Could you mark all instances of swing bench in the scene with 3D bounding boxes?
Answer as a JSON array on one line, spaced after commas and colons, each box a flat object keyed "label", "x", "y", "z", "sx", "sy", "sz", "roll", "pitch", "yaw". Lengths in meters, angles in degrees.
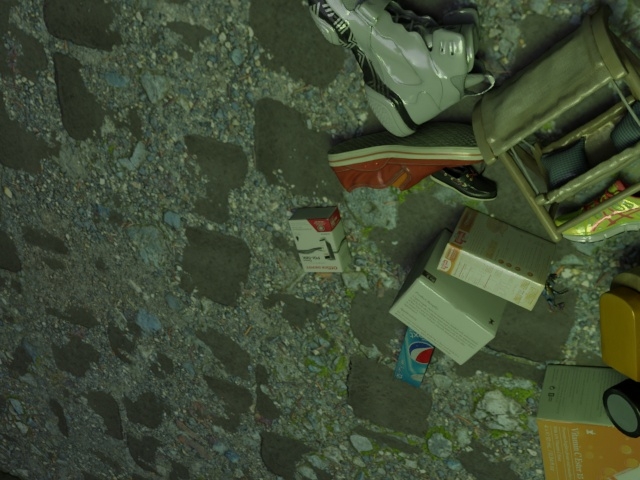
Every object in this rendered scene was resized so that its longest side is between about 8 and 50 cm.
[{"label": "swing bench", "x": 0.408, "y": -0.181, "z": 1.137, "sx": 0.255, "sy": 0.165, "sz": 0.253, "roll": 47, "pitch": 131, "yaw": -8}]

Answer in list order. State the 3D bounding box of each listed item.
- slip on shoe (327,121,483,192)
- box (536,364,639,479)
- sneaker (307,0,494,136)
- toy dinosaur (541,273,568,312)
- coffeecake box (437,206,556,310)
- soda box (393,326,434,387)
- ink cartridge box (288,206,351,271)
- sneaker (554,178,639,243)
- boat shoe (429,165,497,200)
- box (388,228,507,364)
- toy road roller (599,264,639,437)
[{"label": "slip on shoe", "x": 0.164, "y": -0.146, "z": 1.318, "sx": 0.331, "sy": 0.123, "sz": 0.101, "roll": -4, "pitch": 118, "yaw": 36}, {"label": "box", "x": 0.624, "y": 0.389, "z": 1.419, "sx": 0.345, "sy": 0.168, "sz": 0.215, "roll": -1, "pitch": 121, "yaw": 28}, {"label": "sneaker", "x": 0.133, "y": -0.358, "z": 1.181, "sx": 0.210, "sy": 0.137, "sz": 0.366, "roll": -18, "pitch": 117, "yaw": 35}, {"label": "toy dinosaur", "x": 0.452, "y": 0.103, "z": 1.410, "sx": 0.090, "sy": 0.047, "sz": 0.082, "roll": 39, "pitch": 152, "yaw": 44}, {"label": "coffeecake box", "x": 0.330, "y": 0.030, "z": 1.339, "sx": 0.185, "sy": 0.142, "sz": 0.068, "roll": 25, "pitch": 130, "yaw": 11}, {"label": "soda box", "x": 0.220, "y": 0.222, "z": 1.577, "sx": 0.067, "sy": 0.071, "sz": 0.210, "roll": 21, "pitch": 129, "yaw": 14}, {"label": "ink cartridge box", "x": 0.000, "y": 0.000, "z": 1.547, "sx": 0.099, "sy": 0.056, "sz": 0.135, "roll": -2, "pitch": 120, "yaw": 27}, {"label": "sneaker", "x": 0.502, "y": -0.060, "z": 1.234, "sx": 0.208, "sy": 0.081, "sz": 0.094, "roll": -14, "pitch": 114, "yaw": 23}, {"label": "boat shoe", "x": 0.268, "y": -0.114, "z": 1.332, "sx": 0.133, "sy": 0.049, "sz": 0.042, "roll": 26, "pitch": 138, "yaw": 15}, {"label": "box", "x": 0.259, "y": 0.108, "z": 1.405, "sx": 0.181, "sy": 0.182, "sz": 0.119, "roll": 37, "pitch": 133, "yaw": 0}, {"label": "toy road roller", "x": 0.620, "y": 0.202, "z": 1.180, "sx": 0.240, "sy": 0.202, "sz": 0.330, "roll": -148, "pitch": 42, "yaw": -64}]
